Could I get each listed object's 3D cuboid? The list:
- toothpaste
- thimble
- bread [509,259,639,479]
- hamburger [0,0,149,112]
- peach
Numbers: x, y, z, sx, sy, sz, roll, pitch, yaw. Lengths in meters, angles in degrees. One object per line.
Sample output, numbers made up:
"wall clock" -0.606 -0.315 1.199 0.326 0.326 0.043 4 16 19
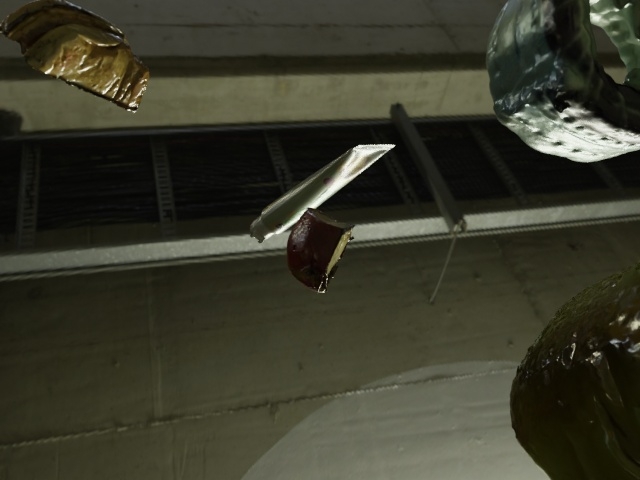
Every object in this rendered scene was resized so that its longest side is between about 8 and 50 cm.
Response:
"toothpaste" -0.013 -0.078 1.047 0.056 0.314 0.058 39 -133 -18
"thimble" 0.290 -0.192 0.676 0.237 0.150 0.237 2 -99 -14
"bread" 0.247 0.035 0.338 0.112 0.383 0.166 38 -126 -8
"hamburger" -0.401 -0.322 1.107 0.124 0.131 0.262 42 -169 23
"peach" 0.000 0.000 0.568 0.050 0.077 0.083 23 -129 12
